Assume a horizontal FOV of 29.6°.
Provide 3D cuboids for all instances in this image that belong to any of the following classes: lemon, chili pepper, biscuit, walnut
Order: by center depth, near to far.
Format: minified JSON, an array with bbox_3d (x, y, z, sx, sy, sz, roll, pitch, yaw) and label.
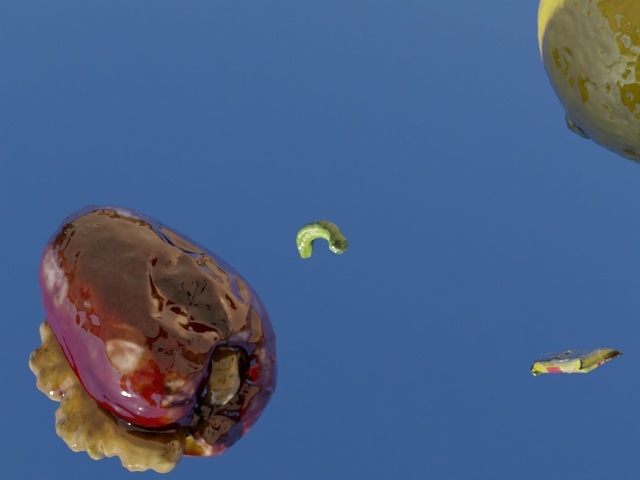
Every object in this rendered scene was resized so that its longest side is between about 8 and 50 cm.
[{"bbox_3d":[-0.001,0.000,0.883,0.017,0.083,0.030,-2,-86,-22],"label":"chili pepper"},{"bbox_3d":[0.314,-0.194,0.980,0.245,0.320,0.245,26,-143,-21],"label":"lemon"},{"bbox_3d":[-0.189,0.107,1.265,0.269,0.222,0.243,37,-87,35],"label":"walnut"},{"bbox_3d":[0.296,0.141,1.435,0.048,0.292,0.026,-29,-95,-4],"label":"biscuit"}]
